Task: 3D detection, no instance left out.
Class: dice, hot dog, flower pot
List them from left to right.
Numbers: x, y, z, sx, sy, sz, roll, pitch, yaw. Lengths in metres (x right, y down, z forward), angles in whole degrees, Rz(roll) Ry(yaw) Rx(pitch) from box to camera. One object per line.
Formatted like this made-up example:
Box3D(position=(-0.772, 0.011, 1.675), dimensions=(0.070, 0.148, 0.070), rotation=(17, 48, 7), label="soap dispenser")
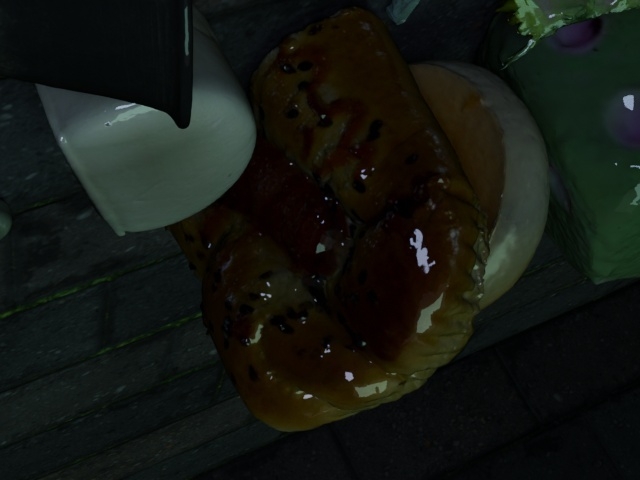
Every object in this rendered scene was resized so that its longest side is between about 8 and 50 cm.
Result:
Box3D(position=(-0.167, -0.190, 0.788), dimensions=(0.148, 0.235, 0.235), rotation=(-5, 155, -10), label="flower pot")
Box3D(position=(0.000, 0.000, 1.202), dimensions=(0.196, 0.365, 0.367), rotation=(2, 142, -49), label="hot dog")
Box3D(position=(0.391, -0.163, 1.393), dimensions=(0.322, 0.330, 0.318), rotation=(-28, 155, -1), label="dice")

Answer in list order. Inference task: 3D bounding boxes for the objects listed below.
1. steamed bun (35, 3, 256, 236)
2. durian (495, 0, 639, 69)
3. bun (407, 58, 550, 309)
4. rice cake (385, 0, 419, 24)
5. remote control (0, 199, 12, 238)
Box3D(position=(-0.152, -0.118, 1.029), dimensions=(0.164, 0.146, 0.241), rotation=(-24, 158, -4), label="steamed bun")
Box3D(position=(0.341, -0.308, 1.185), dimensions=(0.352, 0.169, 0.158), rotation=(-12, 168, -9), label="durian")
Box3D(position=(0.139, -0.056, 1.315), dimensions=(0.299, 0.299, 0.165), rotation=(-41, 151, 29), label="bun")
Box3D(position=(0.105, -0.271, 1.186), dimensions=(0.021, 0.022, 0.121), rotation=(-15, 157, -38), label="rice cake")
Box3D(position=(-0.399, -0.035, 1.060), dimensions=(0.090, 0.038, 0.309), rotation=(-32, 159, 12), label="remote control")
